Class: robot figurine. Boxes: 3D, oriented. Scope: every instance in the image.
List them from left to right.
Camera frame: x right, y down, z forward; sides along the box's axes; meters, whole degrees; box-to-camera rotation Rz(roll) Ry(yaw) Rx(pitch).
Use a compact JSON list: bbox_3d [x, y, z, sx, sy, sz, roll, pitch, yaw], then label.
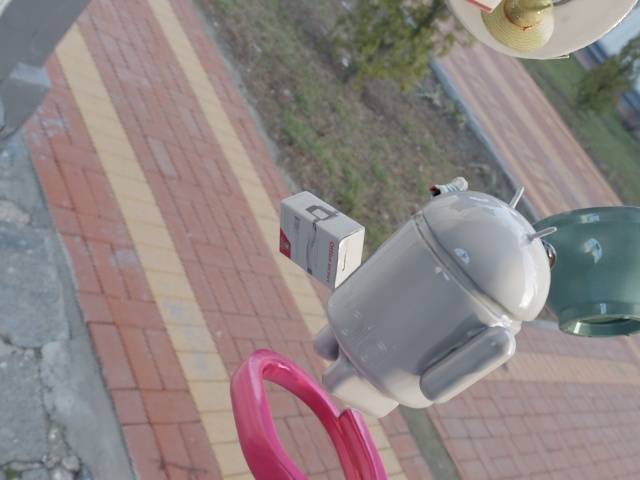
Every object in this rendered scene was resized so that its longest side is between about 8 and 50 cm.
[{"bbox_3d":[0.149,0.076,0.986,0.200,0.353,0.299,34,20,-33],"label":"robot figurine"}]

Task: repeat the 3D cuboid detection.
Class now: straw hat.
[{"bbox_3d":[0.343,-0.385,1.255,0.144,0.144,0.061,46,-15,-10],"label":"straw hat"}]

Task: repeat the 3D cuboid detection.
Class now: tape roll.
[{"bbox_3d":[0.395,-0.518,1.339,0.392,0.392,0.072,41,18,-18],"label":"tape roll"}]

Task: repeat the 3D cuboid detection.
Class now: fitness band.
[{"bbox_3d":[-0.015,0.249,0.967,0.209,0.054,0.290,33,16,-29],"label":"fitness band"}]

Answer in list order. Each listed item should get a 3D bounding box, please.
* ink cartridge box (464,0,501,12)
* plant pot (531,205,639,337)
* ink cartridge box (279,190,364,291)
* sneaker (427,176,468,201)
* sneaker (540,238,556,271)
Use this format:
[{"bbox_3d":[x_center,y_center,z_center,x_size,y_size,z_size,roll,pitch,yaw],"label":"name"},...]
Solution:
[{"bbox_3d":[0.175,-0.482,1.086,0.197,0.114,0.272,16,48,-25],"label":"ink cartridge box"},{"bbox_3d":[0.549,0.078,1.482,0.293,0.293,0.196,24,60,-43],"label":"plant pot"},{"bbox_3d":[0.000,0.000,1.290,0.063,0.109,0.150,-24,44,-35],"label":"ink cartridge box"},{"bbox_3d":[0.319,-0.126,1.927,0.075,0.057,0.161,42,48,-9],"label":"sneaker"},{"bbox_3d":[0.344,0.077,1.300,0.067,0.188,0.078,28,34,3],"label":"sneaker"}]
